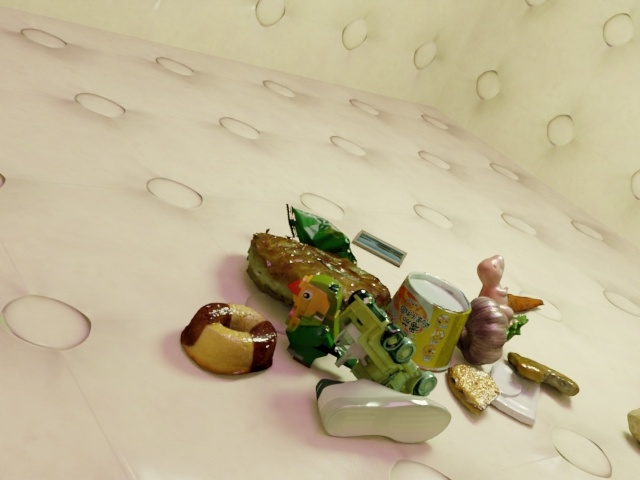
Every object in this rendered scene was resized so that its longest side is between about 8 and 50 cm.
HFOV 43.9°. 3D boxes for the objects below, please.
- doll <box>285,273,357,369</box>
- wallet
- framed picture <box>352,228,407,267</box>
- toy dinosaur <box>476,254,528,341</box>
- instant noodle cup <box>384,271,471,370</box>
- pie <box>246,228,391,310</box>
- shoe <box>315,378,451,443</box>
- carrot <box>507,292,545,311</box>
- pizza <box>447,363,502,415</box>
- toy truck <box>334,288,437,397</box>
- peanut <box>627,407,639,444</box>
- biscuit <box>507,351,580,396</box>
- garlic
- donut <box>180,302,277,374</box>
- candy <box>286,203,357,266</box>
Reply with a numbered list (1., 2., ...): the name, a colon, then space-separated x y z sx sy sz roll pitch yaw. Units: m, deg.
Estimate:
1. doll: -0.002 0.157 1.543 0.134 0.186 0.106 1 18 18
2. wallet: 0.431 0.336 1.770 0.124 0.032 0.183 31 22 8
3. framed picture: 0.166 0.021 2.209 0.149 0.011 0.109 28 23 6
4. toy dinosaur: 0.417 0.153 1.930 0.177 0.194 0.152 50 -6 -19
5. instant noodle cup: 0.235 0.174 1.768 0.205 0.153 0.205 22 24 -10
6. pie: -0.010 0.081 1.739 0.288 0.103 0.355 9 17 -39
7. shoe: 0.111 0.297 1.450 0.265 0.095 0.110 10 26 -28
8. carrot: 0.571 0.175 2.243 0.224 0.057 0.057 4 31 -47
9. pizza: 0.326 0.317 1.690 0.099 0.035 0.160 1 29 -18
10. toy truck: 0.110 0.221 1.513 0.259 0.135 0.128 49 -1 -44
11. peanut: 0.803 0.455 1.789 0.236 0.110 0.120 33 33 23
12. biscuit: 0.524 0.315 1.845 0.183 0.039 0.174 26 2 0
13. garlic: 0.362 0.208 1.816 0.102 0.159 0.147 8 2 -24
14. donut: -0.162 0.175 1.463 0.184 0.073 0.166 9 25 -38
15. candy: -0.002 0.001 1.942 0.203 0.141 0.078 31 51 22
